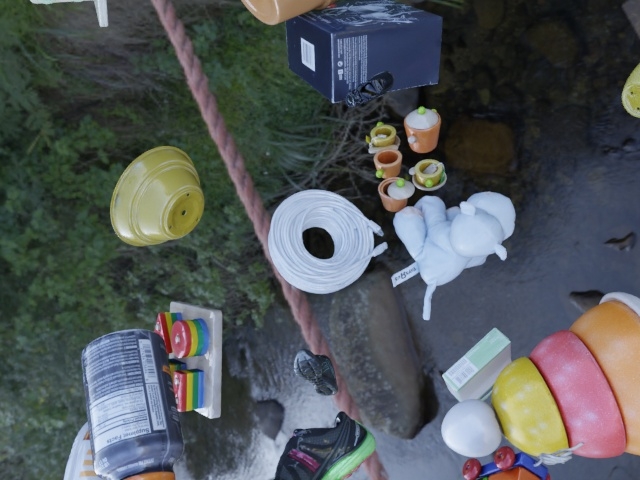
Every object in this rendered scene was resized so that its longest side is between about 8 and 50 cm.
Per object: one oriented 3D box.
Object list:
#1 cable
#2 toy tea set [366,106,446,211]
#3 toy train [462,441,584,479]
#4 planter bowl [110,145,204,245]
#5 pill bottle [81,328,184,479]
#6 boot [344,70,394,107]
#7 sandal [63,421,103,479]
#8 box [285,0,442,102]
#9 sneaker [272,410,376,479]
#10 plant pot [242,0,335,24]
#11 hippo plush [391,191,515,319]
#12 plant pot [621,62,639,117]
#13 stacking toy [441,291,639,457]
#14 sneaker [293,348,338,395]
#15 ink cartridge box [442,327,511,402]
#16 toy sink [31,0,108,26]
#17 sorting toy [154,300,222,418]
[{"bbox_3d":[0.000,0.000,1.391,0.257,0.257,0.089,47,155,4],"label":"cable"},{"bbox_3d":[0.220,-0.226,1.457,0.124,0.200,0.336,76,-171,-47],"label":"toy tea set"},{"bbox_3d":[0.348,0.441,0.985,0.105,0.143,0.248,34,136,-10],"label":"toy train"},{"bbox_3d":[-0.297,-0.070,1.134,0.090,0.217,0.217,27,123,26],"label":"planter bowl"},{"bbox_3d":[-0.281,0.269,0.862,0.130,0.131,0.245,-56,45,46],"label":"pill bottle"},{"bbox_3d":[0.104,-0.300,1.120,0.045,0.121,0.099,60,173,-9],"label":"boot"},{"bbox_3d":[-0.411,0.451,1.005,0.102,0.076,0.265,97,176,-47],"label":"sandal"},{"bbox_3d":[0.107,-0.536,1.566,0.343,0.313,0.178,-128,30,-51],"label":"box"},{"bbox_3d":[-0.056,0.679,1.706,0.202,0.483,0.185,48,138,24],"label":"sneaker"},{"bbox_3d":[-0.096,-0.682,1.431,0.291,0.203,0.291,44,166,14],"label":"plant pot"},{"bbox_3d":[0.300,-0.025,1.297,0.234,0.294,0.236,48,147,7],"label":"hippo plush"},{"bbox_3d":[0.626,-0.281,1.071,0.134,0.095,0.134,54,161,28],"label":"plant pot"},{"bbox_3d":[0.484,0.331,1.199,0.350,0.480,0.350,-17,-90,-86],"label":"stacking toy"},{"bbox_3d":[-0.018,0.442,1.994,0.267,0.101,0.106,60,-155,-43],"label":"sneaker"},{"bbox_3d":[0.389,0.323,1.389,0.056,0.171,0.235,45,173,33],"label":"ink cartridge box"},{"bbox_3d":[-0.485,-0.530,1.054,0.153,0.131,0.234,150,106,-70],"label":"toy sink"},{"bbox_3d":[-0.347,0.291,1.428,0.257,0.089,0.255,0,89,53],"label":"sorting toy"}]
